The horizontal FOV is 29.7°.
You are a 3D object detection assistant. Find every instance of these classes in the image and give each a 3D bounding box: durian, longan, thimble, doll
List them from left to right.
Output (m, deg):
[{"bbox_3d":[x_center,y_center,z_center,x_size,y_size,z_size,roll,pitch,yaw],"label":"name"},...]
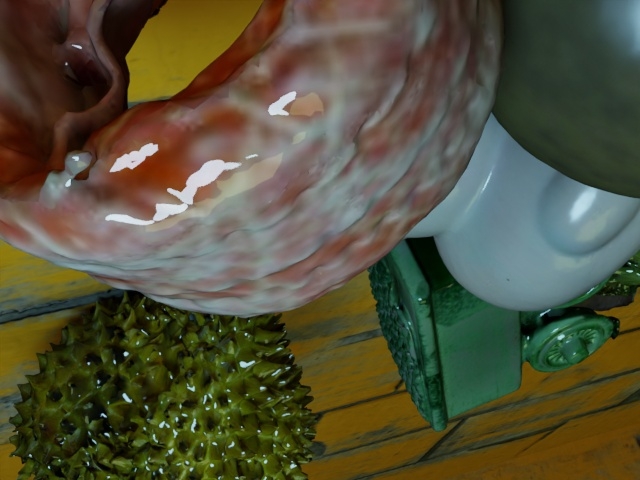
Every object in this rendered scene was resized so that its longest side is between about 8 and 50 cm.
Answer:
[{"bbox_3d":[-0.132,0.159,1.069,0.293,0.258,0.258,-33,156,23],"label":"durian"},{"bbox_3d":[-0.055,-0.091,0.494,0.239,0.239,0.162,-23,160,12],"label":"thimble"},{"bbox_3d":[0.112,-0.076,0.785,0.251,0.221,0.221,-52,148,19],"label":"doll"},{"bbox_3d":[0.187,-0.128,0.585,0.248,0.248,0.248,-16,160,-6],"label":"longan"}]

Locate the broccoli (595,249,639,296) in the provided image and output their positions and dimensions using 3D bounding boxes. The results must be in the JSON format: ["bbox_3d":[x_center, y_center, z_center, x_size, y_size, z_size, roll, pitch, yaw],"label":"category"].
[{"bbox_3d":[0.306,-0.007,1.165,0.146,0.138,0.162,-57,143,-2],"label":"broccoli"}]

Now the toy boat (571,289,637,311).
[{"bbox_3d":[0.229,0.036,1.279,0.227,0.085,0.155,-5,-177,-38],"label":"toy boat"}]

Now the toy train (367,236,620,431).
[{"bbox_3d":[0.152,0.036,1.066,0.202,0.145,0.266,-20,143,-5],"label":"toy train"}]
